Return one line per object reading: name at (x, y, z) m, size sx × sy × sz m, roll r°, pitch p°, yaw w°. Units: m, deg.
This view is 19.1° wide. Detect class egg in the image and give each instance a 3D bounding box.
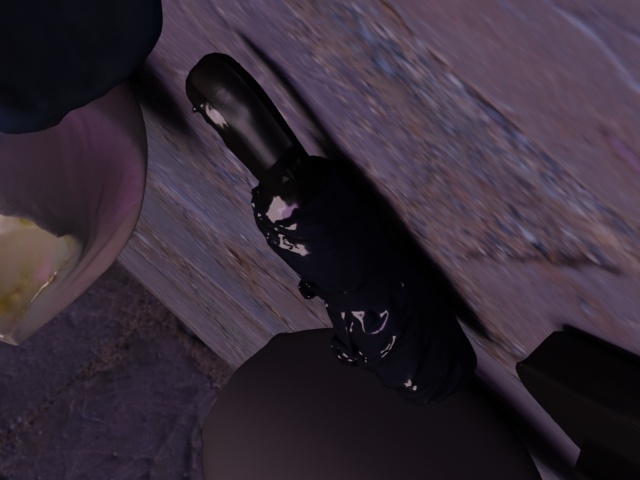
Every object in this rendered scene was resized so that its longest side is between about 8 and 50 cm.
egg at (-0.185, -0.064, 1.178) m, size 0.271 × 0.161 × 0.206 m, roll -50°, pitch 50°, yaw 51°
egg at (0.040, 0.155, 1.143) m, size 0.232 × 0.176 × 0.176 m, roll 33°, pitch 171°, yaw 7°

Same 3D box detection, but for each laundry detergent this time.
laundry detergent at (-0.166, -0.157, 0.753) m, size 0.290 × 0.094 × 0.143 m, roll 45°, pitch 171°, yaw 49°

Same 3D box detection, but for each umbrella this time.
umbrella at (0.004, 0.004, 0.923) m, size 0.071 × 0.071 × 0.248 m, roll 36°, pitch 170°, yaw 43°

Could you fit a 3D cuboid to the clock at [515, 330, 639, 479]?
clock at (0.215, 0.163, 0.778) m, size 0.273 × 0.049 × 0.279 m, roll 47°, pitch 172°, yaw -23°
